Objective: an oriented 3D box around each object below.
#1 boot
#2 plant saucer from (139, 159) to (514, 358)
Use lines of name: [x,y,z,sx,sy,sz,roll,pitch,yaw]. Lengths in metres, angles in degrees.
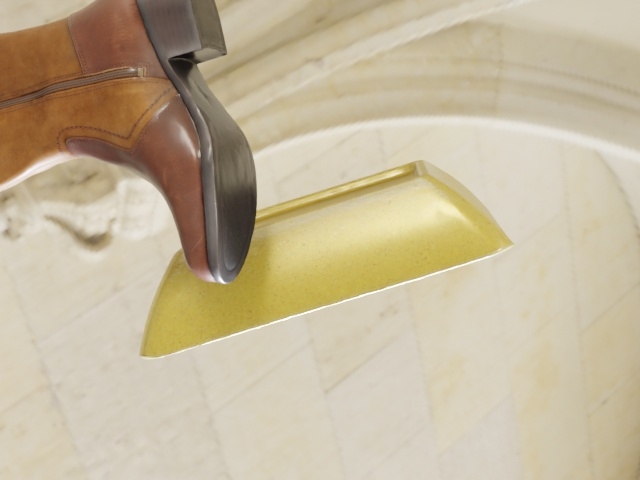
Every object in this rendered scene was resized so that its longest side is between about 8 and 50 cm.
boot: [-0.206,-0.069,1.075,0.280,0.096,0.264,-14,-90,18]
plant saucer: [0.000,0.000,1.222,0.333,0.332,0.081,-70,143,-82]
